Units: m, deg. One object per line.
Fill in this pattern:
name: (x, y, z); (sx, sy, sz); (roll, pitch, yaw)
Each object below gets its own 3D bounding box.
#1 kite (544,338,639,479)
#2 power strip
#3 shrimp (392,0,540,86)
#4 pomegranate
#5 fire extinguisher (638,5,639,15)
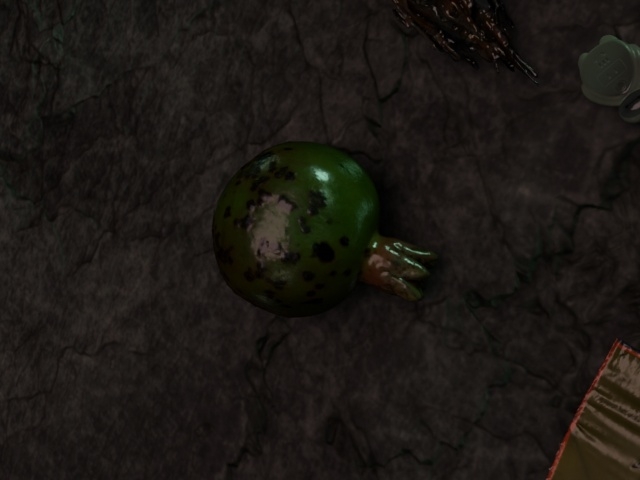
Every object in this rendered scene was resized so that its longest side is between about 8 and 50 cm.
kite: (0.266, 0.263, 0.691); (0.328, 0.013, 0.377); (-29, 72, 30)
power strip: (0.240, -0.125, 0.732); (0.055, 0.035, 0.083); (-41, 52, 24)
shrimp: (0.112, -0.211, 0.794); (0.233, 0.079, 0.090); (48, 117, 21)
pomegranate: (0.000, 0.000, 0.815); (0.205, 0.159, 0.159); (21, 99, 8)
fire extinguisher: (0.327, -0.155, 0.626); (0.269, 0.105, 0.104); (25, 101, 33)
